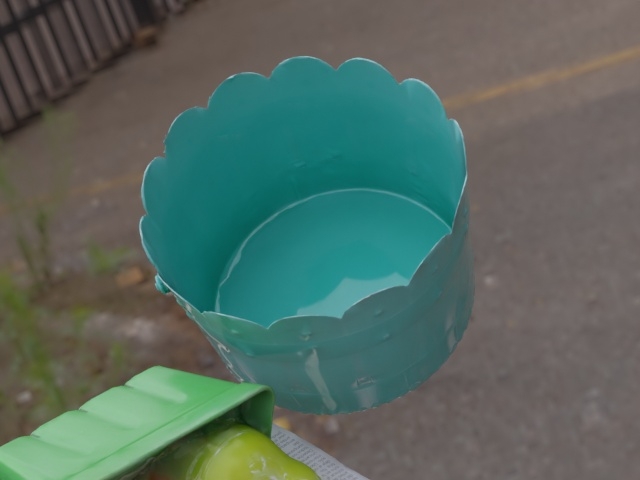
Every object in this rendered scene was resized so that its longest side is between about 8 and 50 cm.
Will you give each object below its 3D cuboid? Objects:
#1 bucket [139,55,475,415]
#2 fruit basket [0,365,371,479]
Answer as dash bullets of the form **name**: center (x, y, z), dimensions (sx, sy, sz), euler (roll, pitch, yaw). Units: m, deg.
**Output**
- **bucket**: center (0.000, 0.000, 1.655), dimensions (0.281, 0.183, 0.281), euler (-6, 56, 9)
- **fruit basket**: center (-0.067, 0.248, 1.458), dimensions (0.353, 0.165, 0.327), euler (32, 37, 26)
